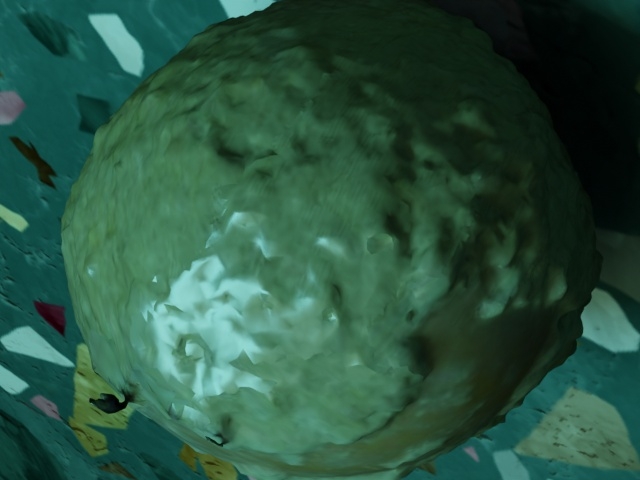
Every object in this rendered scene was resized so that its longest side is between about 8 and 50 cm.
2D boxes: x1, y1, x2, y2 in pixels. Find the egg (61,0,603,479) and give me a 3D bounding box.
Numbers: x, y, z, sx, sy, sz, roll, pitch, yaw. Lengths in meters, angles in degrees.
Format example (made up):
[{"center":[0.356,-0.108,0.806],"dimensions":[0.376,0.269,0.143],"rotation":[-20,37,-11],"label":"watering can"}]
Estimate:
[{"center":[0.000,0.000,0.978],"dimensions":[0.310,0.279,0.279],"rotation":[0,131,49],"label":"egg"}]
